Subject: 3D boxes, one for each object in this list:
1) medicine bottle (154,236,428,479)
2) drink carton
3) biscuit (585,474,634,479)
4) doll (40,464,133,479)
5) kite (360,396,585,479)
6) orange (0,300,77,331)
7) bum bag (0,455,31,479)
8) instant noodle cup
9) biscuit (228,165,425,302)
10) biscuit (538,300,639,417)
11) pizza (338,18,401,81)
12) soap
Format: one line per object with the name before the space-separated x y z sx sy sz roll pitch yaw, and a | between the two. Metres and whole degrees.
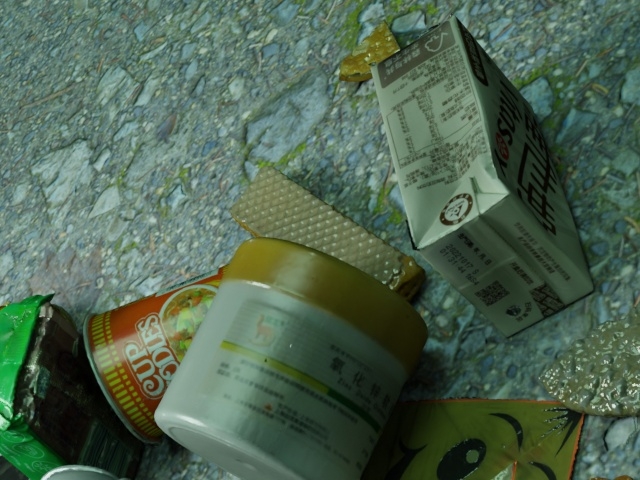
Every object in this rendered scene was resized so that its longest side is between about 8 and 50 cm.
medicine bottle | -0.031 0.150 1.694 0.238 0.238 0.232 7 65 46
drink carton | 0.180 -0.079 1.740 0.132 0.194 0.324 -32 41 21
biscuit | 0.280 0.263 1.491 0.078 0.015 0.091 -52 39 -11
doll | -0.237 0.336 1.787 0.258 0.153 0.195 -40 66 14
kite | 0.149 0.268 1.607 0.327 0.013 0.377 -39 36 8
orange | -0.410 0.151 2.142 0.157 0.134 0.156 -4 17 1
bum bag | -0.442 0.394 1.996 0.137 0.074 0.310 -15 46 47
instant noodle cup | -0.154 0.127 1.896 0.212 0.193 0.193 -28 41 9
biscuit | 0.000 0.000 1.947 0.094 0.054 0.379 -49 38 -4
biscuit | 0.348 0.103 1.556 0.250 0.032 0.133 -40 40 6
pizza | 0.083 -0.264 2.127 0.123 0.026 0.108 -10 48 40
soap | -0.315 0.219 1.881 0.098 0.273 0.217 -7 53 25
